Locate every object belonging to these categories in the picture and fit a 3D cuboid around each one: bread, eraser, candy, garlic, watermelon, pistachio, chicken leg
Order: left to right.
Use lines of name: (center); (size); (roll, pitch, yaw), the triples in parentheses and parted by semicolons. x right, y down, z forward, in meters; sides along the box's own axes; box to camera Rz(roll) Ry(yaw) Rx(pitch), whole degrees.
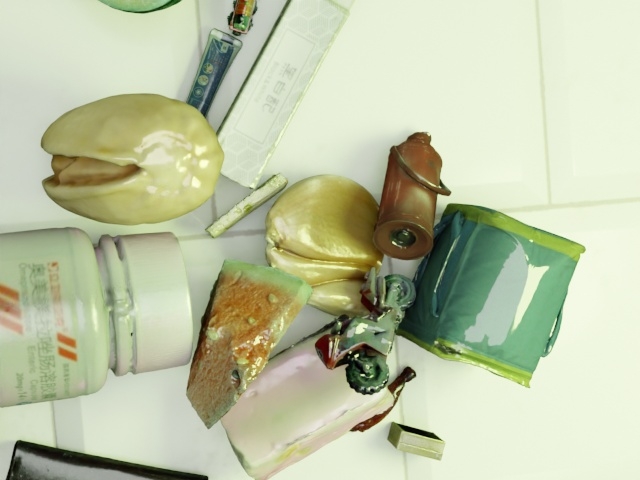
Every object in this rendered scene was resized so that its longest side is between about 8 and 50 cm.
pistachio: (-0.292, -0.123, 1.611); (0.318, 0.214, 0.194); (5, 102, 33)
watermelon: (-0.130, 0.155, 1.619); (0.139, 0.193, 0.257); (28, 50, -6)
bread: (-0.120, -0.055, 1.728); (0.153, 0.068, 0.028); (-37, 96, -6)
eraser: (-0.055, -0.276, 1.713); (0.096, 0.098, 0.404); (29, 89, -10)
candy: (-0.029, 0.252, 1.708); (0.265, 0.116, 0.155); (-30, 70, -7)
garlic: (0.000, 0.000, 1.731); (0.228, 0.110, 0.217); (22, 77, -27)
chicken leg: (0.067, 0.271, 1.785); (0.205, 0.053, 0.093); (-9, 80, -12)

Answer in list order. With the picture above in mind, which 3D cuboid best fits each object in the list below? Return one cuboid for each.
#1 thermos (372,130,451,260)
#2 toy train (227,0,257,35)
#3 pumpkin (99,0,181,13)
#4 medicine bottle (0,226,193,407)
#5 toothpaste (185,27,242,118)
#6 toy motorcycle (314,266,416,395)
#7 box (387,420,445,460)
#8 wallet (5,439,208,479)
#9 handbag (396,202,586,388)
thermos: (0.142, -0.084, 1.721); (0.099, 0.124, 0.232); (30, 46, -21)
toy train: (-0.119, -0.377, 1.715); (0.044, 0.064, 0.103); (16, 90, -10)
pumpkin: (-0.262, -0.490, 1.627); (0.263, 0.197, 0.293); (31, 95, 1)
medicine bottle: (-0.368, 0.107, 1.606); (0.324, 0.256, 0.256); (-5, 93, -17)
toothpaste: (-0.186, -0.241, 1.727); (0.057, 0.035, 0.197); (23, 86, -14)
toy motorcycle: (0.067, 0.133, 1.648); (0.122, 0.082, 0.213); (20, 58, 4)
box: (0.160, 0.333, 1.783); (0.083, 0.079, 0.035); (16, 89, -9)
wallet: (-0.352, 0.431, 1.729); (0.317, 0.045, 0.173); (14, 89, -8)
handbag: (0.265, 0.081, 1.694); (0.222, 0.263, 0.241); (21, 91, -16)
